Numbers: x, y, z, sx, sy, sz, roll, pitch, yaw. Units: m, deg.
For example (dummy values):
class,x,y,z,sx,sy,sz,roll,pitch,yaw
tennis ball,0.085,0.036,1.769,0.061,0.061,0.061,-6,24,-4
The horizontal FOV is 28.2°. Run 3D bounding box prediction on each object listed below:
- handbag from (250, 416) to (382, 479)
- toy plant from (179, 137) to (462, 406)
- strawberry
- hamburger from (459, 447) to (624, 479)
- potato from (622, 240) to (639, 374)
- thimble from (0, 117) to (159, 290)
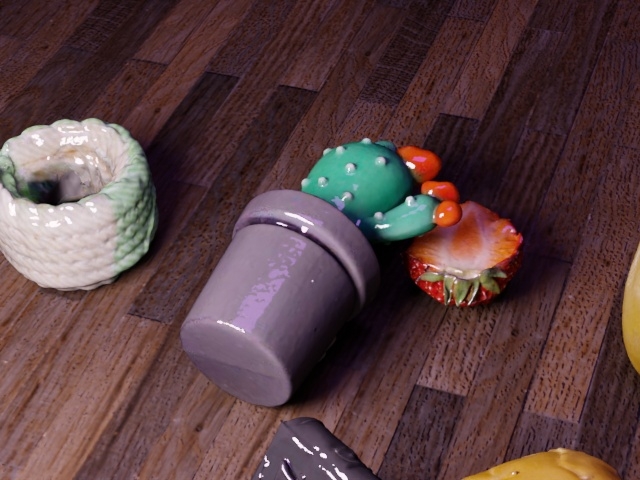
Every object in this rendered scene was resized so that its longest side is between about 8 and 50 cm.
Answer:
class,x,y,z,sx,sy,sz,roll,pitch,yaw
handbag,-0.010,0.323,1.129,0.088,0.275,0.244,13,19,-45
toy plant,-0.008,0.003,1.510,0.185,0.279,0.400,44,55,-12
strawberry,0.172,0.018,1.555,0.146,0.082,0.187,8,37,7
hamburger,0.195,0.344,1.141,0.318,0.158,0.319,-3,49,4
potato,0.413,0.096,1.397,0.203,0.178,0.158,29,67,14
thimble,-0.316,-0.044,1.611,0.219,0.150,0.219,-2,42,2
